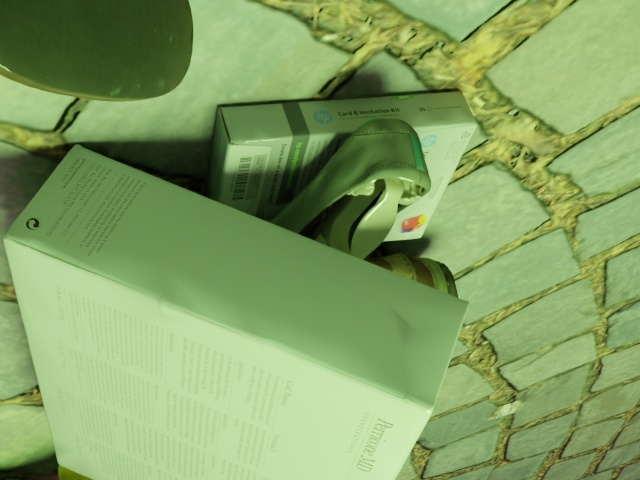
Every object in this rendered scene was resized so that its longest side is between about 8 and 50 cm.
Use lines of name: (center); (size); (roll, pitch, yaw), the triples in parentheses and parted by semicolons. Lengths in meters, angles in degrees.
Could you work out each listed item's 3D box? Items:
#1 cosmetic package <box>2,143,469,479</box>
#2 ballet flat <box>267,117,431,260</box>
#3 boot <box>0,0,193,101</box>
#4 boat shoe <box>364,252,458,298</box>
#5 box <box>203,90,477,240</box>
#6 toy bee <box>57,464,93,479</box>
cosmetic package: (-0.075, 0.124, 0.720); (0.284, 0.097, 0.377); (24, 145, 7)
ballet flat: (0.000, 0.000, 0.657); (0.072, 0.068, 0.213); (8, 139, -37)
boot: (-0.197, -0.132, 0.426); (0.115, 0.112, 0.305); (-6, 168, 43)
boat shoe: (-0.011, 0.116, 0.873); (0.120, 0.122, 0.324); (18, 129, -33)
box: (0.008, -0.046, 0.693); (0.186, 0.038, 0.145); (-6, 147, -18)
toy bee: (-0.317, 0.310, 0.958); (0.298, 0.195, 0.162); (-22, 125, 25)
